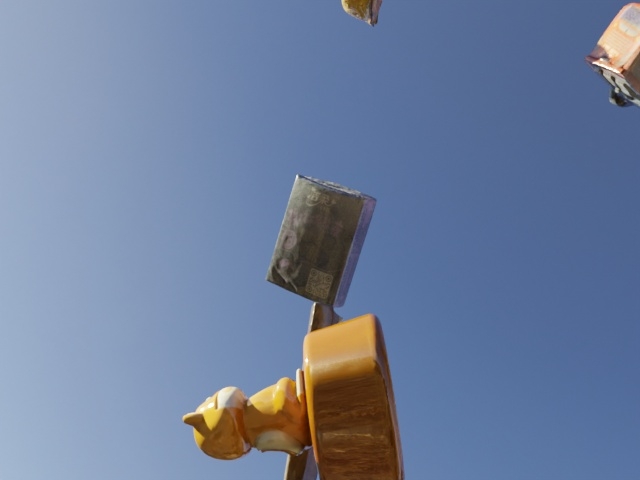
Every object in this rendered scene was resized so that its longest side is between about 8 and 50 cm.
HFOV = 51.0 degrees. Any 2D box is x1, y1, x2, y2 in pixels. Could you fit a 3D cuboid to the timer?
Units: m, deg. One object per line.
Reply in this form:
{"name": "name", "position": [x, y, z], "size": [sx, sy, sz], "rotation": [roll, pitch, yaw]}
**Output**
{"name": "timer", "position": [-0.022, 0.129, 0.496], "size": [0.152, 0.132, 0.132], "rotation": [-8, -58, 2]}

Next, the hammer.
{"name": "hammer", "position": [-0.016, 0.189, 0.554], "size": [0.125, 0.297, 0.027], "rotation": [17, -27, -11]}

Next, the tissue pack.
{"name": "tissue pack", "position": [0.000, 0.000, 0.899], "size": [0.112, 0.051, 0.156], "rotation": [22, -80, 28]}

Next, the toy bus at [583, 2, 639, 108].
{"name": "toy bus", "position": [0.306, -0.118, 0.542], "size": [0.192, 0.065, 0.077], "rotation": [21, -68, -23]}

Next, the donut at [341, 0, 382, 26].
{"name": "donut", "position": [0.046, -0.251, 0.663], "size": [0.038, 0.083, 0.067], "rotation": [14, -18, 10]}
